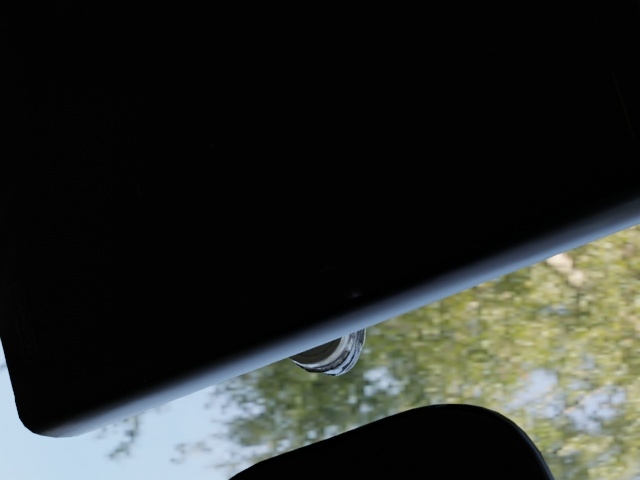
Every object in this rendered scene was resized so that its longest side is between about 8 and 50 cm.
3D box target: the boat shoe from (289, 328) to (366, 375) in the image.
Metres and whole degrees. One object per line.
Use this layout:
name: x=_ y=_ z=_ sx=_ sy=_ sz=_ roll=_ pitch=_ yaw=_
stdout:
boat shoe: x=0.000 y=0.000 z=1.274 sx=0.075 sy=0.065 sz=0.206 roll=-10 pitch=-114 yaw=20

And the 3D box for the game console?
game console: x=0.023 y=0.064 z=0.451 sx=0.213 sy=0.044 sz=0.361 roll=-23 pitch=-104 yaw=28
